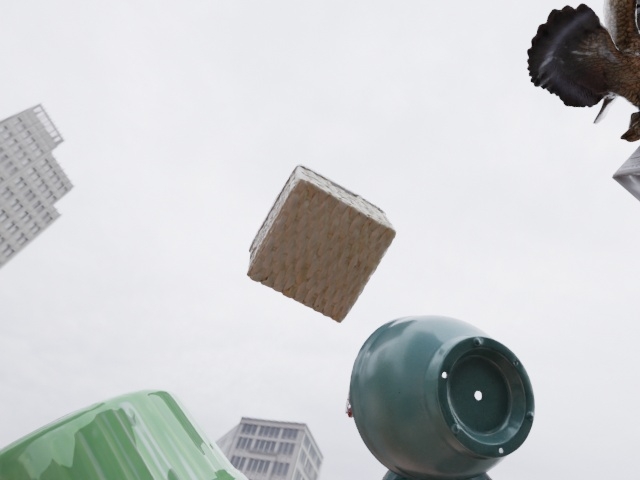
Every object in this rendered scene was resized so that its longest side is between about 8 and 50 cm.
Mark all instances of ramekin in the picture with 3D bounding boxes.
[{"bbox_3d":[-0.229,0.285,0.412,0.148,0.303,0.303,49,-44,21],"label":"ramekin"}]

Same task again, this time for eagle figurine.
[{"bbox_3d":[0.505,-0.319,0.713,0.298,0.226,0.225,39,-46,-7],"label":"eagle figurine"}]

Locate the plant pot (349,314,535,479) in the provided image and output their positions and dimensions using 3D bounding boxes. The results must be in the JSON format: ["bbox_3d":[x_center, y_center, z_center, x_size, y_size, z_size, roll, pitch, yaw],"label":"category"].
[{"bbox_3d":[0.221,0.258,0.713,0.293,0.293,0.196,28,-25,-8],"label":"plant pot"}]

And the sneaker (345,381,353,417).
[{"bbox_3d":[0.126,0.371,0.972,0.128,0.086,0.221,9,-5,5],"label":"sneaker"}]

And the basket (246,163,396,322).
[{"bbox_3d":[0.000,0.000,1.220,0.328,0.266,0.331,28,-80,-12],"label":"basket"}]

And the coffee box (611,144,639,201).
[{"bbox_3d":[0.586,-0.150,0.571,0.168,0.119,0.297,39,-88,-2],"label":"coffee box"}]

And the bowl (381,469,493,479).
[{"bbox_3d":[0.251,0.645,0.946,0.312,0.311,0.163,16,-35,4],"label":"bowl"}]

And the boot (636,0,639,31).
[{"bbox_3d":[0.653,-0.509,0.858,0.263,0.229,0.091,33,2,23],"label":"boot"}]
